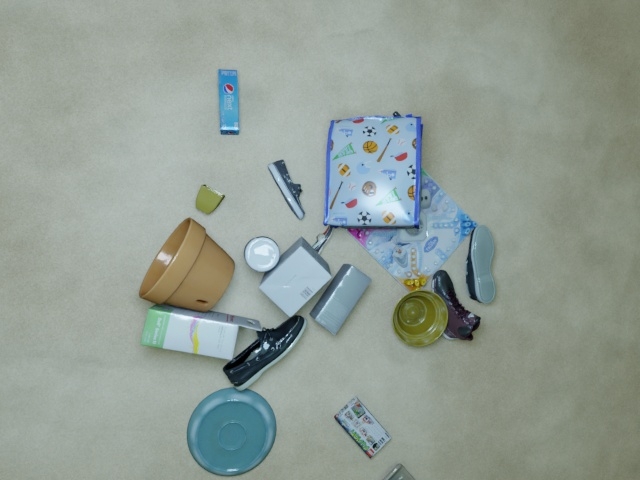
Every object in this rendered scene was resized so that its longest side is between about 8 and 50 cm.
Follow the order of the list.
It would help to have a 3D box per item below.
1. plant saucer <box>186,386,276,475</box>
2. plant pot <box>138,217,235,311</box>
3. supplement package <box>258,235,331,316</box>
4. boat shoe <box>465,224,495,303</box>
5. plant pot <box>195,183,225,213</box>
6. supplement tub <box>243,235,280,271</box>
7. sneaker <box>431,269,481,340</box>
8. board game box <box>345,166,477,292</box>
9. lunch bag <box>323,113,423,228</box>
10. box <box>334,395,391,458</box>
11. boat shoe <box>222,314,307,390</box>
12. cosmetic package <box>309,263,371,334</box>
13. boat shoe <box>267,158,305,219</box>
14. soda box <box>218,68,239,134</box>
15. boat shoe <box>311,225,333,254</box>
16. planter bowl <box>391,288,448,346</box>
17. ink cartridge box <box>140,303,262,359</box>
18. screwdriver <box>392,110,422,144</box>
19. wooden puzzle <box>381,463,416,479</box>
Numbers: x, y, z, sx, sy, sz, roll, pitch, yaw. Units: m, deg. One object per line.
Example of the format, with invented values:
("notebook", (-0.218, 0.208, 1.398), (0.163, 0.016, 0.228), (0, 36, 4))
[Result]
("plant saucer", (-0.312, 0.685, 1.498), (0.317, 0.043, 0.318), (0, 89, -11))
("plant pot", (-0.418, 0.099, 1.376), (0.203, 0.290, 0.291), (34, 83, -26))
("supplement package", (-0.083, 0.117, 1.443), (0.194, 0.203, 0.149), (-44, 98, 6))
("boat shoe", (0.610, 0.092, 1.651), (0.114, 0.091, 0.303), (0, 91, -21))
("plant pot", (-0.390, -0.139, 1.467), (0.081, 0.081, 0.083), (30, 95, -10))
("supplement tub", (-0.203, 0.044, 1.444), (0.116, 0.190, 0.117), (0, 89, -11))
("sneaker", (0.522, 0.246, 1.585), (0.106, 0.162, 0.282), (-21, 102, -31))
("board game box", (0.358, -0.055, 1.625), (0.390, 0.050, 0.390), (44, 83, -8))
("lunch bag", (0.188, -0.234, 1.459), (0.327, 0.239, 0.386), (0, 88, 12))
("box", (0.159, 0.702, 1.592), (0.114, 0.036, 0.207), (-40, 97, -8))
("boat shoe", (-0.200, 0.367, 1.478), (0.340, 0.127, 0.113), (-41, 109, 1))
("cosmetic package", (0.070, 0.205, 1.531), (0.107, 0.127, 0.238), (38, 85, -8))
("boat shoe", (-0.106, -0.188, 1.526), (0.076, 0.080, 0.229), (-30, 88, -8))
("soda box", (-0.321, -0.483, 1.482), (0.067, 0.071, 0.210), (-1, 90, -12))
("boat shoe", (0.000, 0.000, 1.558), (0.043, 0.049, 0.137), (33, 89, -7))
("planter bowl", (0.363, 0.282, 1.600), (0.216, 0.090, 0.218), (-1, 97, -7))
("ink cartridge box", (-0.383, 0.301, 1.400), (0.352, 0.207, 0.119), (13, 86, -10))
("screwdriver", (0.338, -0.431, 1.641), (0.025, 0.024, 0.170), (-35, 105, 20))
("wooden puzzle", (0.295, 1.081, 1.596), (0.322, 0.080, 0.348), (-41, 97, -9))
